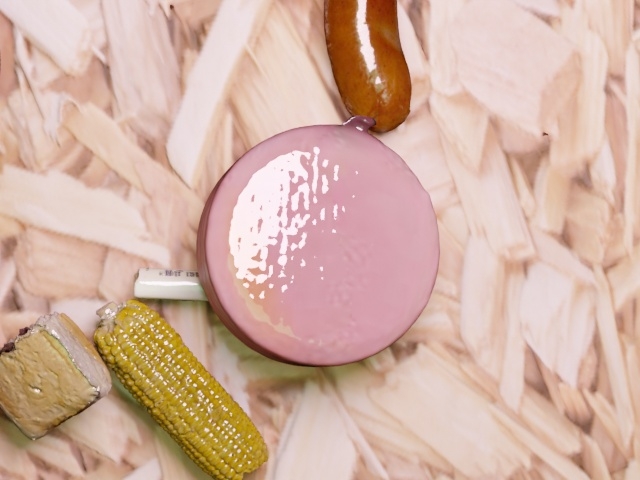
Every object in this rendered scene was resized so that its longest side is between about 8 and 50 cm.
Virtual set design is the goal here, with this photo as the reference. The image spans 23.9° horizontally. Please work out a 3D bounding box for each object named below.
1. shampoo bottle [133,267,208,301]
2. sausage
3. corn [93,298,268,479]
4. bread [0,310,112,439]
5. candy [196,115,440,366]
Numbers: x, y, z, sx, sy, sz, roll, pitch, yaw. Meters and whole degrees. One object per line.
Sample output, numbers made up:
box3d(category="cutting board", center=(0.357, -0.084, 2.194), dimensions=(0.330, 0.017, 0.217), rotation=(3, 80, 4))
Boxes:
box3d(category="shampoo bottle", center=(-0.123, 0.048, 1.565), dimensions=(0.141, 0.049, 0.034), rotation=(3, 90, -6))
box3d(category="sausage", center=(0.057, -0.263, 1.535), dimensions=(0.102, 0.076, 0.302), rotation=(7, 93, -3))
box3d(category="corn", center=(-0.144, 0.155, 1.554), dimensions=(0.080, 0.080, 0.238), rotation=(-43, 94, 1))
box3d(category="bread", center=(-0.276, 0.133, 1.533), dimensions=(0.125, 0.082, 0.106), rotation=(-35, 103, 28))
box3d(category="candy", center=(0.000, 0.000, 1.521), dimensions=(0.255, 0.094, 0.255), rotation=(1, 84, -13))
